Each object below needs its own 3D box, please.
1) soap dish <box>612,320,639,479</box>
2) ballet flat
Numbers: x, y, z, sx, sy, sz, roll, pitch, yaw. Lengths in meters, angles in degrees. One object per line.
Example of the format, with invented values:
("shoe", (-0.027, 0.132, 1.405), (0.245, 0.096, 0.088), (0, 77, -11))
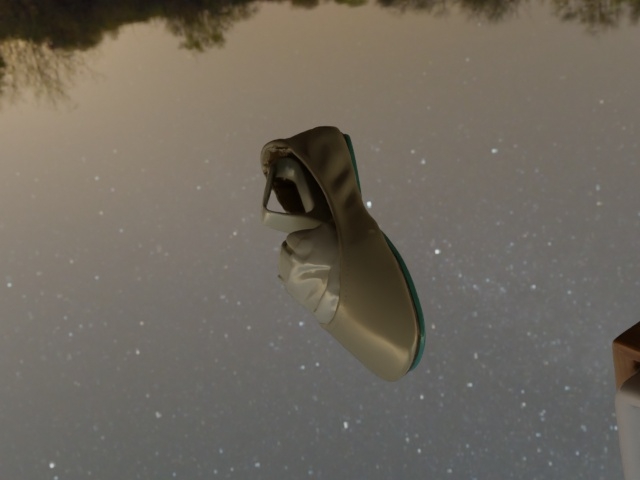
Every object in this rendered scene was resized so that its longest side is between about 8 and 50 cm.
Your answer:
("soap dish", (0.363, 0.174, 0.612), (0.229, 0.291, 0.118), (22, -115, 36))
("ballet flat", (0.000, 0.000, 0.547), (0.086, 0.086, 0.248), (-12, -140, -5))
